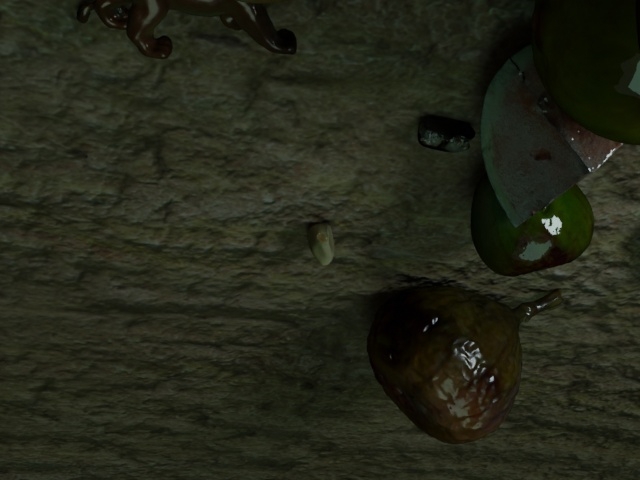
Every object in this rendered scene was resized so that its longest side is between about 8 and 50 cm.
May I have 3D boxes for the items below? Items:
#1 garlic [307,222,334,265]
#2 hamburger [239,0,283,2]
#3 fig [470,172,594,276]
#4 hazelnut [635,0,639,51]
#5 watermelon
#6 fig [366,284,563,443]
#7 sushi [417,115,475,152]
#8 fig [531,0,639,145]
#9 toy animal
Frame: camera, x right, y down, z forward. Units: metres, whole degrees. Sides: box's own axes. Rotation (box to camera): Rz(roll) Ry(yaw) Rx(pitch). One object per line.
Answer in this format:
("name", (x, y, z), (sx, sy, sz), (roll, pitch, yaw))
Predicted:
("garlic", (0.001, 0.000, 1.659), (0.041, 0.053, 0.083), (-8, 155, -1))
("hamburger", (0.010, -0.328, 0.984), (0.302, 0.170, 0.302), (-13, -175, 1))
("fig", (0.302, -0.034, 1.569), (0.181, 0.181, 0.191), (-18, 121, 17))
("hazelnut", (0.453, -0.230, 0.921), (0.366, 0.365, 0.366), (-5, 146, -3))
("watermelon", (0.340, -0.162, 1.383), (0.260, 0.176, 0.256), (-39, 137, -11))
("fig", (0.274, 0.176, 1.868), (0.369, 0.286, 0.286), (-30, 153, -22))
("sushi", (0.172, -0.141, 1.487), (0.083, 0.044, 0.046), (10, 142, -21))
("fig", (0.397, -0.228, 1.191), (0.326, 0.258, 0.258), (11, 143, -10))
("toy animal", (-0.125, -0.290, 1.187), (0.312, 0.097, 0.157), (-1, 134, -5))
